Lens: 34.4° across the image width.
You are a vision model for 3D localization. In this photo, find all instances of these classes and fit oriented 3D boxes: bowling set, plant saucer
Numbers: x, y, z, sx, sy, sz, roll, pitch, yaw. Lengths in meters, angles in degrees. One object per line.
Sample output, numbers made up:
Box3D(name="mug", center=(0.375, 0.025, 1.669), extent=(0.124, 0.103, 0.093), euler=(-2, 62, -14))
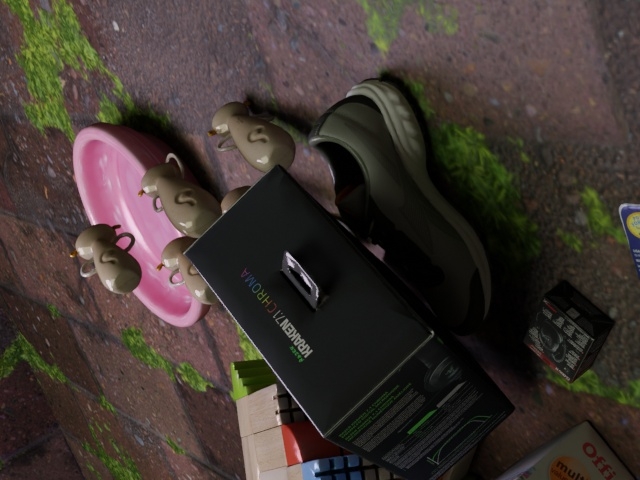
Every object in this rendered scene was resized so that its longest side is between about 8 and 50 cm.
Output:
Box3D(name="bowling set", center=(-0.133, -0.005, 1.219), extent=(0.154, 0.287, 0.200), euler=(40, 163, 51))
Box3D(name="plant saucer", center=(-0.249, -0.031, 1.548), extent=(0.332, 0.084, 0.332), euler=(39, 146, 34))

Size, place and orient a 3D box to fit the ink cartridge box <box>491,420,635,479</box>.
Box3D(name="ink cartridge box", center=(0.203, 0.324, 1.010), extent=(0.171, 0.233, 0.168), euler=(53, 149, 12))

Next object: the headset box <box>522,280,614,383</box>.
Box3D(name="headset box", center=(0.227, 0.088, 0.957), extent=(0.062, 0.032, 0.083), euler=(44, 149, 27))

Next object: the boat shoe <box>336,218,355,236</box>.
Box3D(name="boat shoe", center=(0.000, 0.000, 1.229), extent=(0.040, 0.049, 0.142), euler=(40, 165, -37))

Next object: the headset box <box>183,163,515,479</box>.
Box3D(name="headset box", center=(0.029, 0.087, 1.000), extent=(0.246, 0.131, 0.283), euler=(49, -176, 34))

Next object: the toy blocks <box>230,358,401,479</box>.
Box3D(name="toy blocks", center=(0.007, 0.302, 1.180), extent=(0.261, 0.191, 0.381), euler=(144, 120, -61))

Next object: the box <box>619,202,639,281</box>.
Box3D(name="box", center=(0.317, 0.069, 0.791), extent=(0.136, 0.036, 0.225), euler=(8, 125, 55))

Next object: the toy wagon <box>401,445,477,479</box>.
Box3D(name="toy wagon", center=(0.058, 0.198, 1.293), extent=(0.344, 0.068, 0.267), euler=(-6, 112, 59))

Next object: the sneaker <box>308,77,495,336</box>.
Box3D(name="sneaker", center=(0.076, -0.019, 1.018), extent=(0.100, 0.108, 0.271), euler=(-16, 107, 59))

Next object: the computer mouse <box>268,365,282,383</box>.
Box3D(name="computer mouse", center=(-0.011, 0.290, 1.487), extent=(0.272, 0.072, 0.188), euler=(53, 152, 12))
